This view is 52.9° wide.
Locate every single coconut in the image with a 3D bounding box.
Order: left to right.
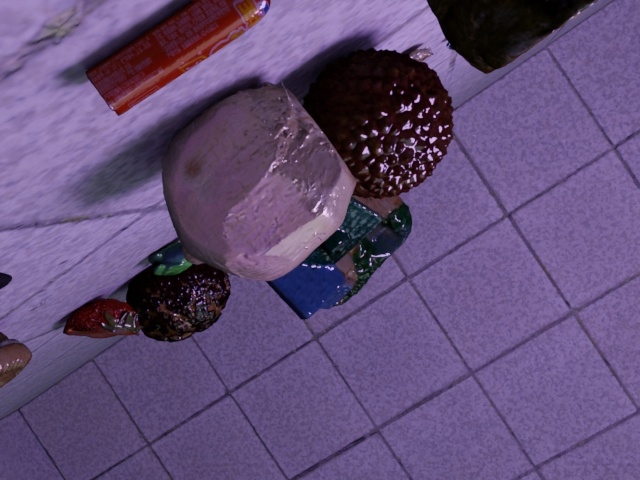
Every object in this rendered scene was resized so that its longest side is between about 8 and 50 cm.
[{"bbox_3d":[-0.070,-0.046,0.647,0.194,0.194,0.194,-34,180,0],"label":"coconut"}]

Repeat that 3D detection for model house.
[{"bbox_3d":[0.000,0.000,1.632,0.382,0.334,0.342,-46,176,27],"label":"model house"}]

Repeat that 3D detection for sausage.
[{"bbox_3d":[-0.081,-0.125,0.396,0.129,0.034,0.034,-34,180,-2],"label":"sausage"}]

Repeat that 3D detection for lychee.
[{"bbox_3d":[0.061,-0.141,0.747,0.188,0.188,0.188,-34,180,0],"label":"lychee"}]

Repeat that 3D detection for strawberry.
[{"bbox_3d":[-0.456,0.168,1.336,0.187,0.082,0.146,-13,154,26],"label":"strawberry"}]

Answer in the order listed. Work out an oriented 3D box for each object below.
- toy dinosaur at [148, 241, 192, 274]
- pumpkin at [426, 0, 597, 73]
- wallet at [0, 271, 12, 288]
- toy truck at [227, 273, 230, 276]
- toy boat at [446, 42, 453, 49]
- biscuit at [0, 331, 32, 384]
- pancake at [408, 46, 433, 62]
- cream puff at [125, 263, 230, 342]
[{"bbox_3d":[-0.138,-0.051,1.107,0.375,0.144,0.500,-22,174,-10],"label":"toy dinosaur"},{"bbox_3d":[0.227,-0.268,0.494,0.317,0.139,0.222,-33,-178,-16],"label":"pumpkin"},{"bbox_3d":[-0.356,0.057,0.538,0.124,0.025,0.244,-34,178,-8],"label":"wallet"},{"bbox_3d":[-0.311,0.090,1.671,0.135,0.114,0.270,-33,177,-42],"label":"toy truck"},{"bbox_3d":[0.299,-0.360,1.062,0.210,0.066,0.084,-25,145,-8],"label":"toy boat"},{"bbox_3d":[-0.541,0.215,0.909,0.259,0.079,0.259,-35,-179,0],"label":"biscuit"},{"bbox_3d":[0.071,-0.206,0.953,0.244,0.057,0.266,-34,180,7],"label":"pancake"},{"bbox_3d":[-0.313,0.132,1.445,0.239,0.164,0.239,-22,168,-5],"label":"cream puff"}]
